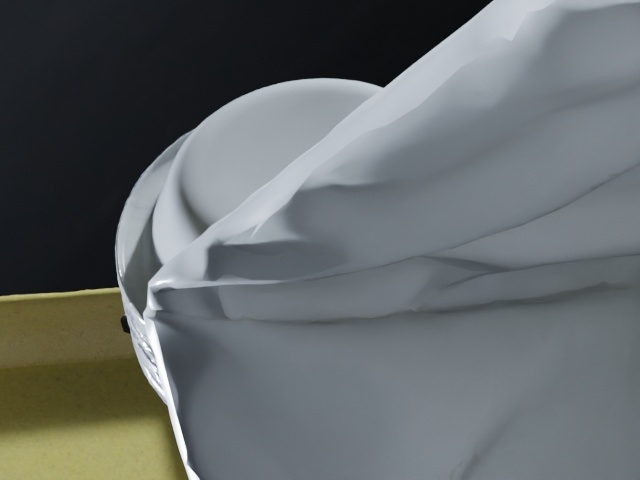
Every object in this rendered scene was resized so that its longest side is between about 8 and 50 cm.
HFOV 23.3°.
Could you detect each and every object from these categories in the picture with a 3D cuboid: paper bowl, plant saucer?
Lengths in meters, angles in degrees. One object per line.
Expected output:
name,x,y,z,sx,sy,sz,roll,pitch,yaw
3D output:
paper bowl,0.000,0.000,1.070,0.284,0.148,0.284,-2,46,2
plant saucer,-0.217,0.199,1.421,0.081,0.332,0.333,109,151,-47

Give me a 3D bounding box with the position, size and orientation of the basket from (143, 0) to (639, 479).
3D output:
basket,0.172,0.088,0.425,0.331,0.266,0.328,-33,70,42

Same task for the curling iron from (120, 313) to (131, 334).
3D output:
curling iron,-0.114,0.090,1.275,0.274,0.035,0.068,17,94,59
